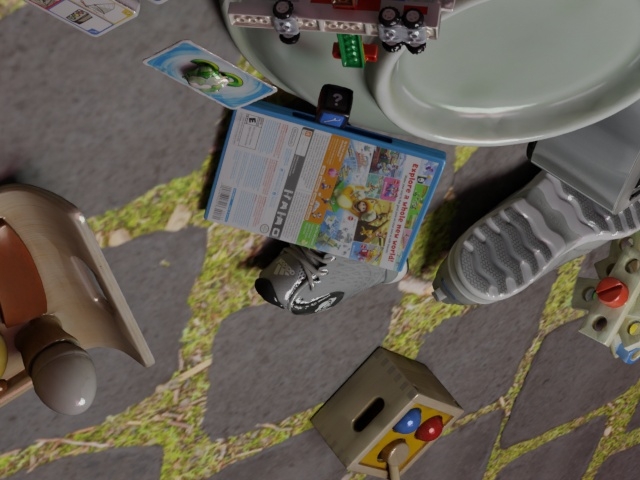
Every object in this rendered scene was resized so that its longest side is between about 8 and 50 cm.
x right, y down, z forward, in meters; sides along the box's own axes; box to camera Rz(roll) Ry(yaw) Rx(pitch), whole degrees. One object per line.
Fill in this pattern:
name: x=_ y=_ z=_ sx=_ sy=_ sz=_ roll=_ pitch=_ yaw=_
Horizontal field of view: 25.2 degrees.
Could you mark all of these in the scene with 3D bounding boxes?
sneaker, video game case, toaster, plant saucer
sneaker: x=0.000 y=0.000 z=1.204 sx=0.132 sy=0.086 sz=0.229 roll=-32 pitch=148 yaw=-8
video game case: x=0.002 y=-0.042 z=1.121 sx=0.166 sy=0.015 sz=0.119 roll=15 pitch=128 yaw=-5
sneaker: x=0.218 y=-0.021 z=1.421 sx=0.281 sy=0.105 sz=0.115 roll=-25 pitch=177 yaw=-28
toaster: x=0.277 y=-0.132 z=1.270 sx=0.185 sy=0.110 sz=0.168 roll=-29 pitch=148 yaw=-43
plant saucer: x=0.133 y=-0.156 z=0.974 sx=0.400 sy=0.101 sz=0.400 roll=-6 pitch=155 yaw=-3

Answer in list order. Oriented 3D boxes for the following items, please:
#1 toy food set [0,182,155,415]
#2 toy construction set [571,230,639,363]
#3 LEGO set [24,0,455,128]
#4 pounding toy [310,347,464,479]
toy food set: x=-0.280 y=0.111 z=1.040 sx=0.306 sy=0.092 sz=0.220 roll=-33 pitch=147 yaw=-12
toy construction set: x=0.365 y=0.038 z=1.579 sx=0.215 sy=0.151 sz=0.327 roll=-47 pitch=158 yaw=10
LEGO set: x=-0.043 y=-0.144 z=0.852 sx=0.244 sy=0.060 sz=0.182 roll=26 pitch=152 yaw=-34
pounding toy: x=0.074 y=0.207 z=1.509 sx=0.141 sy=0.100 sz=0.130 roll=-48 pitch=147 yaw=11
